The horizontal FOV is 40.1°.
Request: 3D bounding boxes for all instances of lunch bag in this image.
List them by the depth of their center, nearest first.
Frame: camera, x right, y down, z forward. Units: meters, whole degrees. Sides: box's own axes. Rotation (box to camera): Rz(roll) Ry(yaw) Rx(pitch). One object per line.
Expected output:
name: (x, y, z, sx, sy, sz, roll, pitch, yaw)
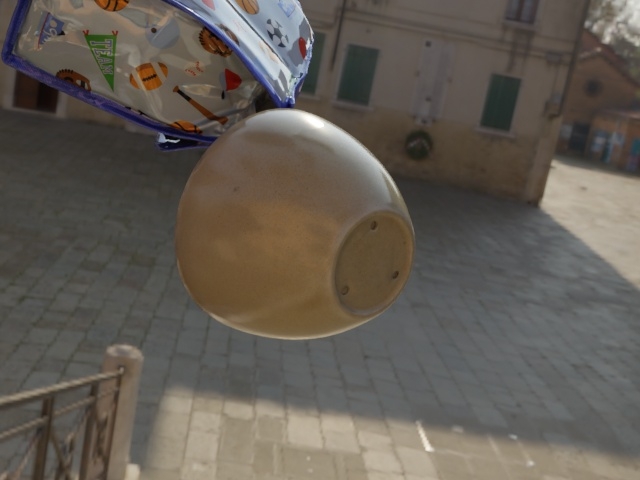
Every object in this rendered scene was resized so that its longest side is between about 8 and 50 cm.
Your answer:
lunch bag: (-0.203, -0.300, 1.272, 0.386, 0.239, 0.328, 23, 33, -7)

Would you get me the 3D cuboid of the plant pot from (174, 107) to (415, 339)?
plant pot: (0.000, 0.000, 1.035, 0.284, 0.284, 0.191, 0, 15, -42)
